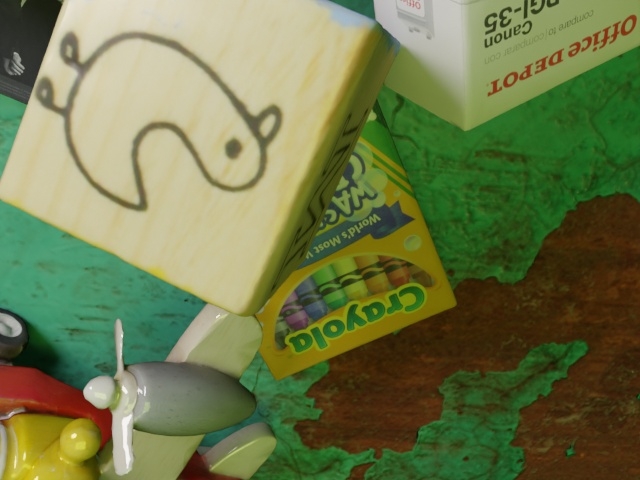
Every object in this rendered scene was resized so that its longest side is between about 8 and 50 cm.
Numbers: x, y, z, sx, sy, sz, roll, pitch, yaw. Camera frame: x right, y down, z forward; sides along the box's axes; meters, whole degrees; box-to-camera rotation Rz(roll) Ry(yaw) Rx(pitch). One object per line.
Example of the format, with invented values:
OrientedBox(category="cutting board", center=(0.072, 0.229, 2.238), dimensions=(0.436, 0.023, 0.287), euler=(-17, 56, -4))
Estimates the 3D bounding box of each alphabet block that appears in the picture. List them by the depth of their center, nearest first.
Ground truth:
OrientedBox(category="alphabet block", center=(-0.072, -0.091, 0.553), dimensions=(0.192, 0.193, 0.197), euler=(25, 104, 6))

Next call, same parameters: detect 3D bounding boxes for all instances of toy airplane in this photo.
OrientedBox(category="toy airplane", center=(-0.215, 0.253, 0.757), dimensions=(0.384, 0.272, 0.386), euler=(-12, 118, -3))

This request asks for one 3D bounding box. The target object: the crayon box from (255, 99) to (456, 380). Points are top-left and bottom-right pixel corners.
OrientedBox(category="crayon box", center=(0.000, 0.000, 0.766), dimensions=(0.203, 0.083, 0.323), euler=(-24, 118, 5))

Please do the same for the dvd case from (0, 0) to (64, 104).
OrientedBox(category="dvd case", center=(-0.213, -0.220, 0.596), dimensions=(0.179, 0.030, 0.239), euler=(23, 115, -17))

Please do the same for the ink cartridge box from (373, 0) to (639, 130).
OrientedBox(category="ink cartridge box", center=(0.146, -0.254, 0.576), dimensions=(0.207, 0.117, 0.283), euler=(-27, 132, -19))
